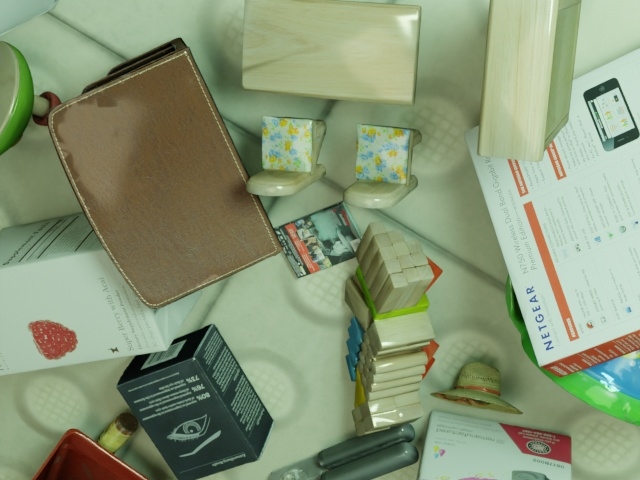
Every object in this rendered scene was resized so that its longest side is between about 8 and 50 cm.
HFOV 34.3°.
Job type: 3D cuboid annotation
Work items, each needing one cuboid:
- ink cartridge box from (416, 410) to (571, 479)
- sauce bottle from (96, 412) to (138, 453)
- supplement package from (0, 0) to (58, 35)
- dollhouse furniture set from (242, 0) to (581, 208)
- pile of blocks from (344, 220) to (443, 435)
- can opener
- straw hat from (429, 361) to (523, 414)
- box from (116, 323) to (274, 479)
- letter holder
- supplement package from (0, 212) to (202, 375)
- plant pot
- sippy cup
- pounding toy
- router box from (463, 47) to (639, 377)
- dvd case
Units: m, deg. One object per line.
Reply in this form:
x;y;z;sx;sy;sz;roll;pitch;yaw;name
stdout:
0.242;0.399;1.488;0.226;0.306;0.131;10;118;8;ink cartridge box
-0.354;0.338;1.745;0.042;0.042;0.128;40;122;-8;sauce bottle
-0.406;-0.378;1.283;0.145;0.262;0.204;33;118;-4;supplement package
0.082;-0.213;1.197;0.394;0.256;0.361;8;106;17;dollhouse furniture set
0.112;0.129;1.512;0.113;0.149;0.362;-9;126;-20;pile of blocks
0.039;0.375;1.671;0.284;0.076;0.095;-25;140;22;can opener
0.234;0.212;1.532;0.145;0.144;0.061;12;77;7;straw hat
-0.194;0.260;1.634;0.153;0.108;0.207;-21;110;21;box
-0.215;-0.088;1.403;0.215;0.152;0.301;-26;109;-3;letter holder
-0.358;0.070;1.540;0.293;0.175;0.177;-11;114;18;supplement package
-0.413;0.522;1.731;0.267;0.267;0.236;37;141;-7;plant pot
0.416;0.090;1.357;0.306;0.240;0.224;18;108;-17;sippy cup
-0.453;-0.156;1.483;0.183;0.110;0.236;9;82;41;pounding toy
0.363;-0.044;1.253;0.301;0.335;0.082;-24;152;23;router box
0.000;0.000;1.516;0.120;0.013;0.087;-21;109;23;dvd case
